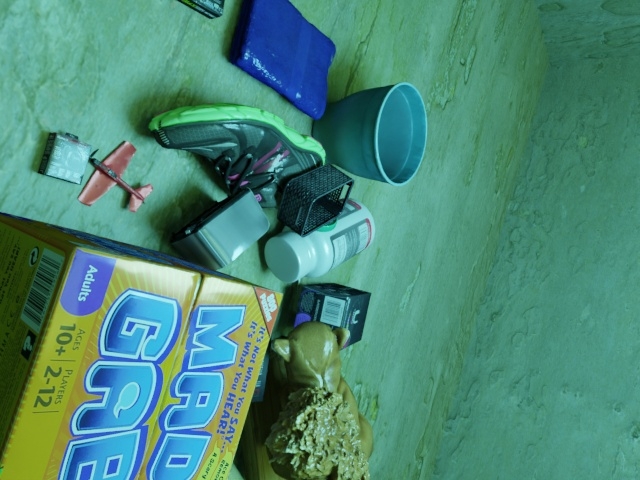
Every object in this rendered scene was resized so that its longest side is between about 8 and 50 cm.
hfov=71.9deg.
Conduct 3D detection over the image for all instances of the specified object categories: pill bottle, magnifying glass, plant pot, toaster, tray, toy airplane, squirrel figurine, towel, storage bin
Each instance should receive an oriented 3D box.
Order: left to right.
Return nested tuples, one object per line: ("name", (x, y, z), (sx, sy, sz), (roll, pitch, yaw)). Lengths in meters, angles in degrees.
("toy airplane", (-0.390, -0.112, 0.856), (0.151, 0.028, 0.151), (-19, 115, -46))
("toaster", (-0.224, -0.017, 0.961), (0.186, 0.168, 0.110), (-45, 108, -35))
("tray", (-0.132, 0.506, 1.262), (0.203, 0.076, 0.410), (-15, 102, -49))
("towel", (-0.088, -0.467, 1.106), (0.308, 0.076, 0.227), (20, 77, -51))
("storage bin", (-0.011, -0.101, 1.081), (0.180, 0.084, 0.122), (-32, 151, -45))
("magnifying glass", (-0.010, -0.095, 1.210), (0.092, 0.231, 0.026), (5, 126, -13))
("pill bottle", (0.000, 0.000, 1.251), (0.318, 0.176, 0.176), (-27, 120, -45))
("squirrel figurine", (0.003, 0.392, 1.039), (0.281, 0.397, 0.370), (-3, 101, -6))
("plant pot", (0.126, -0.304, 1.261), (0.272, 0.255, 0.271), (-19, 114, -48))

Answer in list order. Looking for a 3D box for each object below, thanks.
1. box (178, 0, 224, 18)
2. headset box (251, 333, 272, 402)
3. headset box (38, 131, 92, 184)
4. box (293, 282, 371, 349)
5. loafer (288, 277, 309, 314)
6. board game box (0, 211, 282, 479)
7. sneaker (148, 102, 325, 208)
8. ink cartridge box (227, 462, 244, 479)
("box", (-0.266, -0.573, 0.873), (0.191, 0.045, 0.184), (5, 94, -51))
("headset box", (-0.236, 0.258, 1.036), (0.218, 0.110, 0.293), (6, 96, -32))
("headset box", (-0.446, -0.147, 0.774), (0.062, 0.032, 0.083), (17, 85, -52))
("box", (0.043, 0.225, 1.341), (0.270, 0.143, 0.165), (9, 93, -69))
("loafer", (-0.054, 0.154, 1.328), (0.056, 0.050, 0.148), (5, 97, -52))
("board game box", (-0.349, 0.187, 0.723), (0.356, 0.356, 0.356), (21, 83, -50))
("sneaker", (-0.154, -0.178, 1.008), (0.483, 0.185, 0.202), (10, 88, -51))
("ink cartridge box", (-0.304, 0.575, 1.066), (0.181, 0.056, 0.224), (-36, 103, -41))
